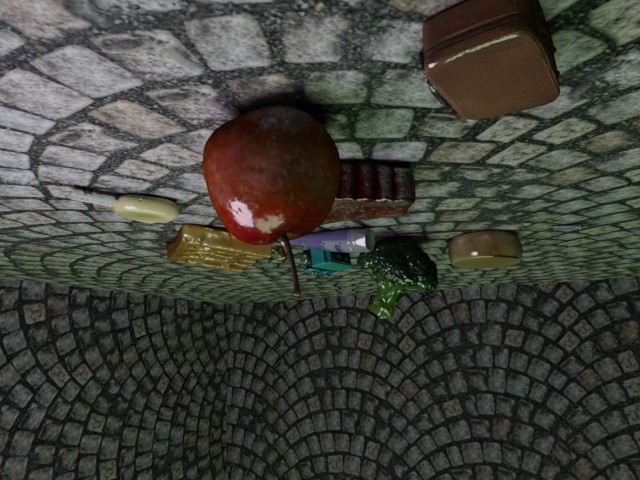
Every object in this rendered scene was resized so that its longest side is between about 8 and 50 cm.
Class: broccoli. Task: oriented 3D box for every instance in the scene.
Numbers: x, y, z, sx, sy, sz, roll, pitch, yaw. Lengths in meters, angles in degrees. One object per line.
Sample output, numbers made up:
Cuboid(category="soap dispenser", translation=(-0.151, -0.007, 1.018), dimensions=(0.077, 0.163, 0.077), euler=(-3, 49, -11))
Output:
Cuboid(category="broccoli", translation=(0.271, 0.129, 1.798), dimensions=(0.297, 0.297, 0.297), euler=(11, -165, -3))

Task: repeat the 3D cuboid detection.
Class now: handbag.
Cuboid(category="handbag", translation=(0.213, -0.225, 0.646), dimensions=(0.151, 0.072, 0.193), euler=(-8, 167, 31))

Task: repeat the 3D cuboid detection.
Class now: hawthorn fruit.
Cuboid(category="hawthorn fruit", translation=(-0.090, -0.099, 0.864), dimensions=(0.231, 0.263, 0.235), euler=(23, -168, -8))

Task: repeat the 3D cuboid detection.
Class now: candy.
Cuboid(category="candy", translation=(-0.177, 0.029, 1.861), dimensions=(0.061, 0.061, 0.202), euler=(-7, 158, 24))

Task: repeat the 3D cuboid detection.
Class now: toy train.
Cuboid(category="toy train", translation=(0.023, 0.068, 1.912), dimensions=(0.154, 0.107, 0.198), euler=(-21, 158, 38))

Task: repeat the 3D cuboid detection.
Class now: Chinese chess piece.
Cuboid(category="Chinese chess piece", translation=(0.583, 0.036, 1.811), dimensions=(0.251, 0.097, 0.251), euler=(0, 167, 0))

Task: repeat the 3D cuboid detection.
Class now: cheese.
Cuboid(category="cheese", translation=(-0.492, -0.089, 1.273), dimensions=(0.255, 0.050, 0.127), euler=(11, 164, -38))

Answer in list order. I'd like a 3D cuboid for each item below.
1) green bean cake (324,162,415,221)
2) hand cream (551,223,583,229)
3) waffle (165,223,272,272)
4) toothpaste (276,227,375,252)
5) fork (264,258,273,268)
Cuboid(category="green bean cake", translation=(0.082, -0.103, 1.131), dimensions=(0.232, 0.097, 0.198), euler=(0, 166, -3))
Cuboid(category="hand cream", translation=(0.800, -0.042, 1.652), dimensions=(0.093, 0.019, 0.030), euler=(-4, 166, 22))
Cuboid(category="waffle", translation=(-0.360, 0.031, 1.747), dimensions=(0.304, 0.077, 0.348), euler=(10, 163, -24))
Cuboid(category="toothpaste", translation=(0.000, 0.000, 1.703), dimensions=(0.371, 0.080, 0.125), euler=(0, 174, 32))
Cuboid(category="fork", translation=(-0.216, 0.093, 2.198), dimensions=(0.039, 0.021, 0.235), euler=(-3, 167, -11))
